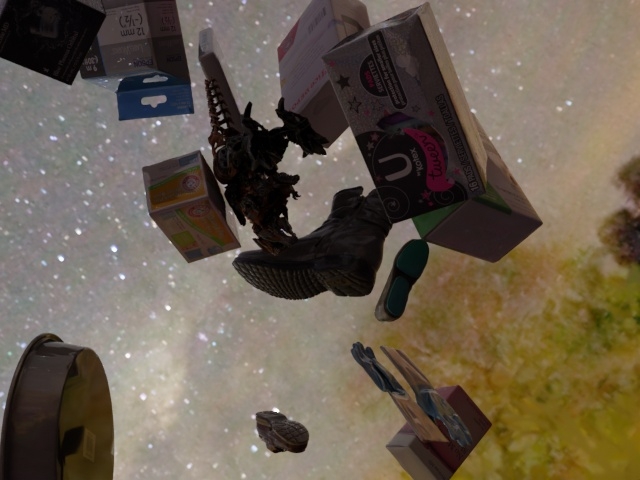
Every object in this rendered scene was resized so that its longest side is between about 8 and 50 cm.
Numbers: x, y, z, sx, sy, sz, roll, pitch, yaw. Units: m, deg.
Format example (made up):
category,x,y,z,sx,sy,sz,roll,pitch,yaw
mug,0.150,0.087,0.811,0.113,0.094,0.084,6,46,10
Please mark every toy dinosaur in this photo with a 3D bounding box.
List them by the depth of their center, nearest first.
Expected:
category,x,y,z,sx,sy,sz,roll,pitch,yaw
toy dinosaur,-0.127,-0.134,1.241,0.218,0.322,0.164,-33,13,47

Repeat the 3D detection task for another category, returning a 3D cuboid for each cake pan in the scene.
category,x,y,z,sx,sy,sz,roll,pitch,yaw
cake pan,-0.310,0.258,0.867,0.054,0.293,0.293,-4,-37,-3

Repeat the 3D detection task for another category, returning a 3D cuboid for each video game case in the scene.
category,x,y,z,sx,sy,sz,roll,pitch,yaw
video game case,-0.178,-0.264,1.487,0.036,0.300,0.329,-21,-63,1

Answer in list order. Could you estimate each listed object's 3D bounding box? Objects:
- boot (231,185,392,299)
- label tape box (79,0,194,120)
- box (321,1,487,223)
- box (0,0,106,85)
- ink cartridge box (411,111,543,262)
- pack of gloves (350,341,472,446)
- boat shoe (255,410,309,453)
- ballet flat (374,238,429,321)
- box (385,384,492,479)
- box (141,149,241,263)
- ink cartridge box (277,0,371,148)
category,x,y,z,sx,sy,sz,roll,pitch,yaw
boot,0.000,0.000,1.417,0.118,0.338,0.222,57,-134,-43
label tape box,-0.445,-0.451,1.640,0.115,0.249,0.347,-29,-64,-56
box,0.121,-0.175,0.971,0.142,0.247,0.163,-19,17,21
box,-0.493,-0.388,1.268,0.158,0.093,0.156,19,-62,-36
ink cartridge box,0.226,-0.123,1.241,0.211,0.289,0.121,14,-48,-41
pack of gloves,0.144,0.268,1.195,0.195,0.232,0.046,20,-68,-47
boat shoe,-0.073,0.376,1.354,0.064,0.178,0.060,1,-88,-28
ballet flat,0.131,0.065,1.186,0.052,0.057,0.168,-37,18,56
box,0.314,0.516,1.873,0.232,0.148,0.127,-42,4,-28
box,-0.232,-0.057,1.295,0.114,0.103,0.203,-17,-28,3
ink cartridge box,0.015,-0.401,1.628,0.131,0.306,0.226,19,-44,-31
